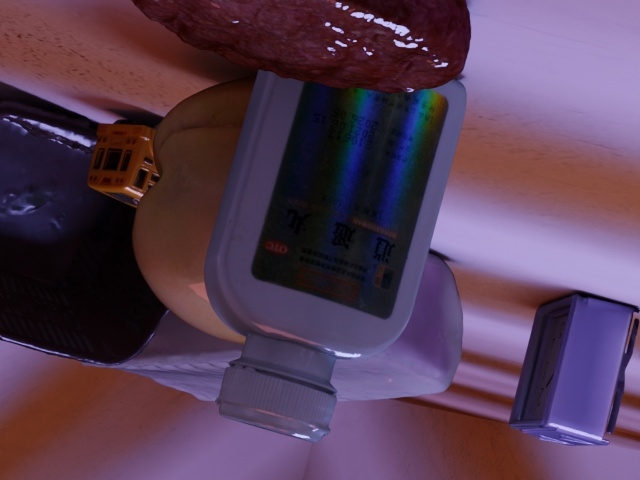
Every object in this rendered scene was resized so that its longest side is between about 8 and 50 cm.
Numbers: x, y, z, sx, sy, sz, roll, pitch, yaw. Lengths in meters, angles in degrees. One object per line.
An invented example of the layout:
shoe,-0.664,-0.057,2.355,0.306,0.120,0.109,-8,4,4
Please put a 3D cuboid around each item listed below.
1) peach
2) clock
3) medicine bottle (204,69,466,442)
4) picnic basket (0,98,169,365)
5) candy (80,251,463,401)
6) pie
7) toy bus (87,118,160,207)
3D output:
peach,-0.034,-0.019,1.098,0.184,0.184,0.184,15,172,2
clock,0.261,0.138,1.713,0.073,0.144,0.193,16,171,-3
medicine bottle,0.000,0.000,0.963,0.121,0.228,0.083,18,173,-16
picnic basket,-0.263,-0.023,1.496,0.297,0.222,0.129,22,-168,-42
candy,-0.055,0.077,1.683,0.359,0.145,0.208,-7,159,38
pie,-0.013,-0.117,0.836,0.182,0.049,0.182,13,172,2
toy bus,-0.116,-0.049,1.393,0.070,0.074,0.162,5,166,45
